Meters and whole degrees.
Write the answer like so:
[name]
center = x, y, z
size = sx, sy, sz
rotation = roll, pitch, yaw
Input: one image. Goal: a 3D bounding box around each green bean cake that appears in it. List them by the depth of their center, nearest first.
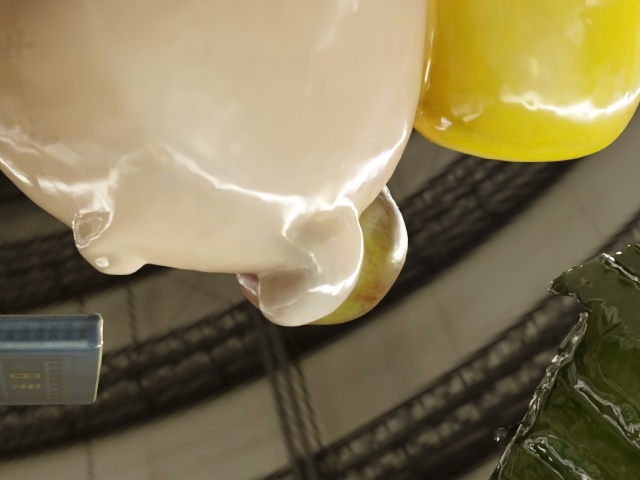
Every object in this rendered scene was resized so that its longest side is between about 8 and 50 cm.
[green bean cake]
center = 0.247, 0.178, 1.278
size = 0.335, 0.319, 0.218
rotation = -3, -144, -48

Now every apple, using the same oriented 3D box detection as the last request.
[apple]
center = -0.001, 0.003, 1.245
size = 0.126, 0.102, 0.126
rotation = -24, -131, 31

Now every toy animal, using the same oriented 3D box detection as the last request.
[toy animal]
center = -0.010, -0.116, 0.820
size = 0.345, 0.278, 0.247
rotation = -61, -159, -15

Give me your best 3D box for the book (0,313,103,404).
[book]
center = -0.255, 0.068, 0.986
size = 0.269, 0.025, 0.191
rotation = 0, 167, -9
